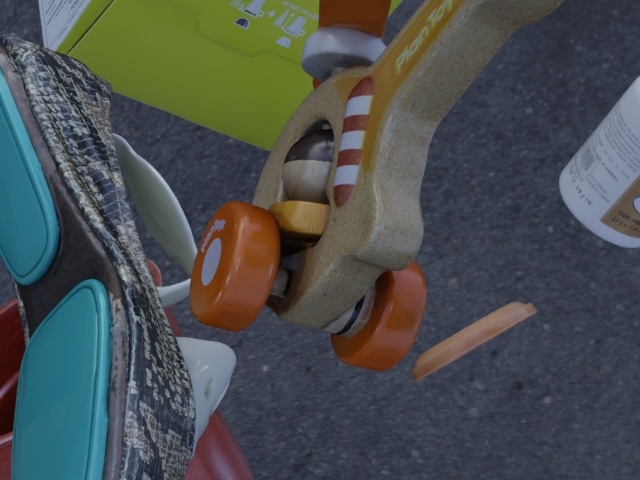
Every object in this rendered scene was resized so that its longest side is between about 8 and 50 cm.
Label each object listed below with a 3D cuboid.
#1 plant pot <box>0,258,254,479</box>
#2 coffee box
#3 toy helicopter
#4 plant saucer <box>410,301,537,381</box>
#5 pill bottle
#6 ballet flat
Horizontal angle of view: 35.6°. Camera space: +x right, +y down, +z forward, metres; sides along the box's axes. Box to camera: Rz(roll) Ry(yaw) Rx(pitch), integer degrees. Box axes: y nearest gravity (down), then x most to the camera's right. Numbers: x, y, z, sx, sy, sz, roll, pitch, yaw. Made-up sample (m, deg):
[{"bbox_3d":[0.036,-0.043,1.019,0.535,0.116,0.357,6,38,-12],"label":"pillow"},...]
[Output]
[{"bbox_3d":[-0.214,0.202,1.013,0.272,0.272,0.265,-45,121,-27],"label":"plant pot"},{"bbox_3d":[-0.129,-0.378,1.249,0.338,0.338,0.334,18,40,-38],"label":"coffee box"},{"bbox_3d":[0.046,-0.094,0.629,0.140,0.355,0.235,18,47,-23],"label":"toy helicopter"},{"bbox_3d":[0.089,0.058,0.591,0.083,0.083,0.013,-25,78,-28],"label":"plant saucer"},{"bbox_3d":[0.374,-0.110,1.081,0.131,0.229,0.131,17,43,-16],"label":"pill bottle"},{"bbox_3d":[-0.162,0.043,0.769,0.182,0.164,0.482,7,53,-41],"label":"ballet flat"}]
